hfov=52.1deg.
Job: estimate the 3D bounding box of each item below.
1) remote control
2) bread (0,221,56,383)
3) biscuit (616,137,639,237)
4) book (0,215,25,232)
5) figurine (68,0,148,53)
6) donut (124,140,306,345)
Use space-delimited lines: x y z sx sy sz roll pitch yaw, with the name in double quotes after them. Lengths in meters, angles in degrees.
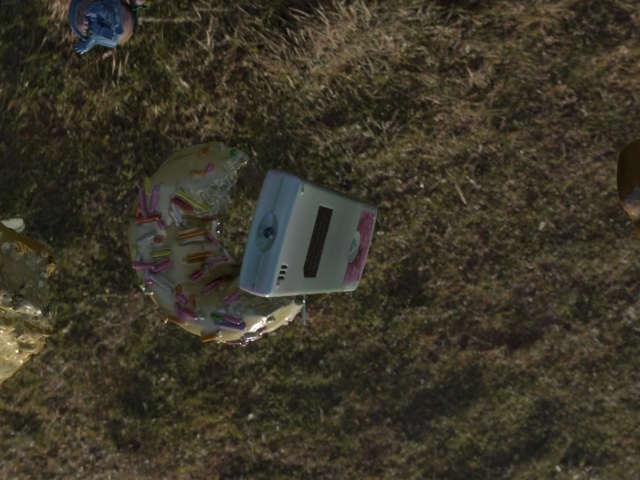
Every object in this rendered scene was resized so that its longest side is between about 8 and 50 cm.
-0.001 0.000 0.871 0.344 0.050 0.145 11 95 -70 "remote control"
-0.312 0.033 0.451 0.174 0.121 0.245 -45 141 3 "bread"
0.400 0.007 0.671 0.295 0.185 0.044 34 142 -27 "biscuit"
-0.600 0.022 0.846 0.353 0.239 0.035 -10 98 11 "book"
-0.384 -0.403 1.195 0.145 0.178 0.114 -10 114 -16 "figurine"
-0.212 0.020 1.189 0.308 0.150 0.370 -14 103 33 "donut"
